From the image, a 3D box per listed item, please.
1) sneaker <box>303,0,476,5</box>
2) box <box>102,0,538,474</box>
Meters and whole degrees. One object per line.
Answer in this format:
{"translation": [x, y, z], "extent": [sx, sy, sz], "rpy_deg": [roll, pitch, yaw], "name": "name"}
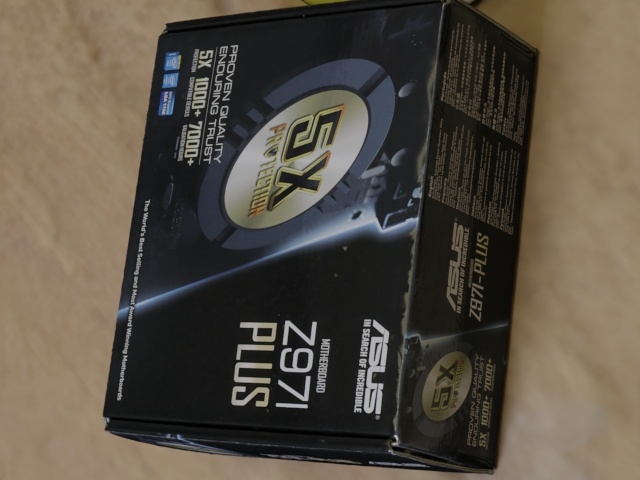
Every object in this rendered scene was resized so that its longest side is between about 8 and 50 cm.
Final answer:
{"translation": [0.059, -0.152, 0.694], "extent": [0.208, 0.094, 0.081], "rpy_deg": [-19, 68, 33], "name": "sneaker"}
{"translation": [0.000, 0.000, 0.704], "extent": [0.147, 0.077, 0.180], "rpy_deg": [0, 77, 36], "name": "box"}
